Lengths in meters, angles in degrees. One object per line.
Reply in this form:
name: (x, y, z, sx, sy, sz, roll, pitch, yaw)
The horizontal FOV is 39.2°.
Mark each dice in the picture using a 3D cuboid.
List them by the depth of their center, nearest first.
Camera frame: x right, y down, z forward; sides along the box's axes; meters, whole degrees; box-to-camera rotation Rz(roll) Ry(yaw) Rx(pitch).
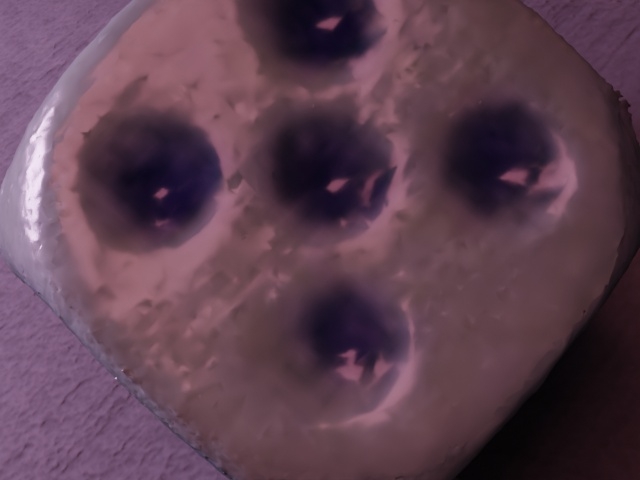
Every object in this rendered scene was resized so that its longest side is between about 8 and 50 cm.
dice: (0.000, 0.000, 0.524, 0.264, 0.268, 0.262, 42, 81, 6)

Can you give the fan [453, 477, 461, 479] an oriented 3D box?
fan: (0.127, 0.254, 0.504, 0.190, 0.009, 0.329, -25, 50, 5)
